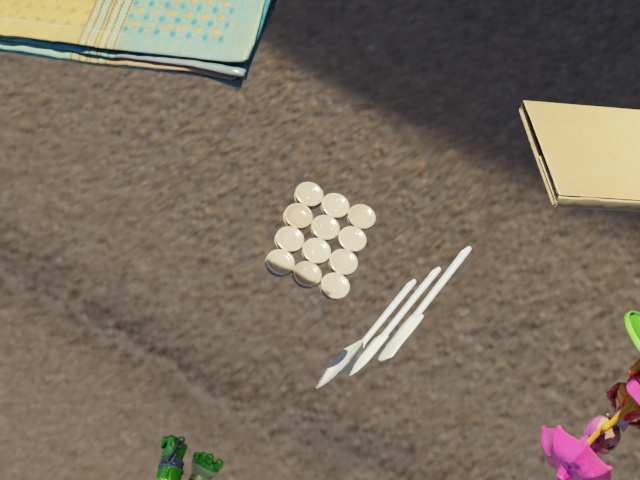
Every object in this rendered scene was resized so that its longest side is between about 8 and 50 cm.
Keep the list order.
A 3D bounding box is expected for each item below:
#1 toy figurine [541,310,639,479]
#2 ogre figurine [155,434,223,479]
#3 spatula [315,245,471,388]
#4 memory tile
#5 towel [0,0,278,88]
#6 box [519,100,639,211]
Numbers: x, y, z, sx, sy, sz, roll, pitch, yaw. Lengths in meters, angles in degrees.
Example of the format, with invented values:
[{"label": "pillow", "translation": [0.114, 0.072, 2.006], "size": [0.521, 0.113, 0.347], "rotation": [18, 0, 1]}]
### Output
[{"label": "toy figurine", "translation": [0.278, 0.161, 1.343], "size": [0.159, 0.173, 0.130], "rotation": [-45, 80, 20]}, {"label": "ogre figurine", "translation": [-0.151, 0.347, 1.777], "size": [0.096, 0.118, 0.197], "rotation": [5, 132, 23]}, {"label": "spatula", "translation": [0.097, 0.098, 1.874], "size": [0.019, 0.242, 0.168], "rotation": [47, 139, -7]}, {"label": "memory tile", "translation": [0.000, 0.000, 1.819], "size": [0.113, 0.148, 0.012], "rotation": [22, 149, 0]}, {"label": "towel", "translation": [-0.192, -0.273, 1.326], "size": [0.370, 0.271, 0.040], "rotation": [9, 152, 20]}, {"label": "box", "translation": [0.344, -0.097, 1.674], "size": [0.201, 0.164, 0.021], "rotation": [3, 135, -15]}]
